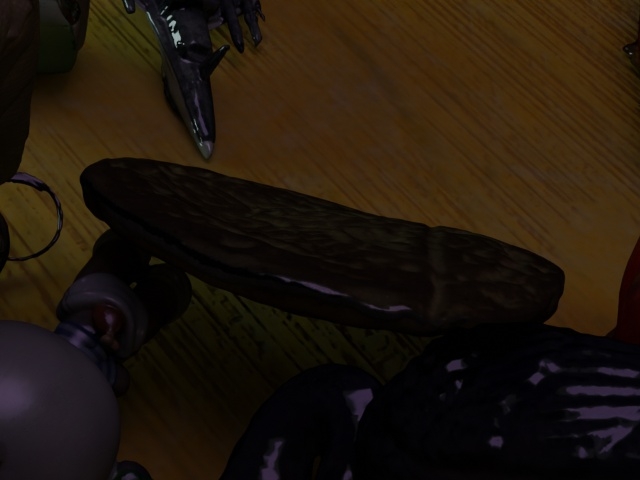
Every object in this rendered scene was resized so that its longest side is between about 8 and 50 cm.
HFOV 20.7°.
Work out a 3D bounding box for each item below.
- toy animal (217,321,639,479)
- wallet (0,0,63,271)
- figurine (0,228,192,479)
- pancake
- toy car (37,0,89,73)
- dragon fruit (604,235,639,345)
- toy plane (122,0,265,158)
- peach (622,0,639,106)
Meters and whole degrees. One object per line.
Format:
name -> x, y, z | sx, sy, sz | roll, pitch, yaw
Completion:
toy animal -> 0.088, 0.117, 0.693 | 0.122, 0.298, 0.185 | 31, 48, -48
wallet -> -0.247, -0.017, 0.736 | 0.335, 0.275, 0.068 | -24, 73, -26
figurine -> -0.126, 0.068, 0.789 | 0.147, 0.093, 0.197 | 41, 29, -3
pancake -> 0.000, -0.001, 0.851 | 0.250, 0.031, 0.250 | 12, 10, -2
toy car -> -0.246, -0.138, 1.000 | 0.224, 0.090, 0.076 | 8, 68, -7
dragon fruit -> 0.247, 0.050, 0.796 | 0.252, 0.241, 0.241 | -41, 57, -7
toy plane -> -0.087, -0.150, 1.060 | 0.160, 0.082, 0.234 | 15, 32, -39
peach -> 0.331, -0.182, 1.098 | 0.258, 0.201, 0.362 | 34, 45, 23
